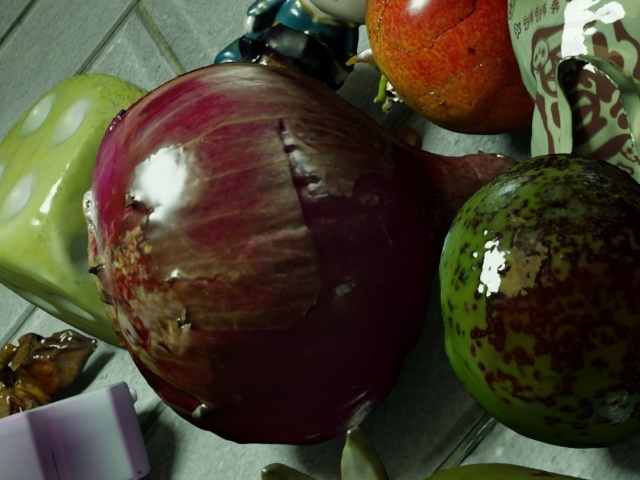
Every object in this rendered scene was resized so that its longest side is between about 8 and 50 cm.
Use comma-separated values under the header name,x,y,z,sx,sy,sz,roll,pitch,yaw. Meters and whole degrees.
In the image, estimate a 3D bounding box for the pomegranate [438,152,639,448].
name,x,y,z,sx,sy,sz,roll,pitch,yaw
pomegranate,0.205,0.038,1.184,0.248,0.214,0.214,-9,42,9

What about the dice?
name,x,y,z,sx,sy,sz,roll,pitch,yaw
dice,-0.235,-0.031,1.891,0.233,0.227,0.238,5,62,57

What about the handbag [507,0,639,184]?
name,x,y,z,sx,sy,sz,roll,pitch,yaw
handbag,0.228,-0.113,1.300,0.213,0.127,0.235,-16,78,47

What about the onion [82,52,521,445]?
name,x,y,z,sx,sy,sz,roll,pitch,yaw
onion,0.000,0.000,1.458,0.385,0.347,0.347,-14,32,-5

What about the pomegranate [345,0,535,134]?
name,x,y,z,sx,sy,sz,roll,pitch,yaw
pomegranate,0.135,-0.192,1.513,0.235,0.210,0.210,-31,35,47

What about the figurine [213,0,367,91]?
name,x,y,z,sx,sy,sz,roll,pitch,yaw
figurine,-0.003,-0.224,1.704,0.411,0.241,0.306,-57,-7,1

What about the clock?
name,x,y,z,sx,sy,sz,roll,pitch,yaw
clock,-0.336,0.238,1.728,0.338,0.339,0.102,-21,86,47

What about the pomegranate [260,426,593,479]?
name,x,y,z,sx,sy,sz,roll,pitch,yaw
pomegranate,0.096,0.253,0.968,0.291,0.323,0.290,-9,66,22

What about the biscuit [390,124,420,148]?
name,x,y,z,sx,sy,sz,roll,pitch,yaw
biscuit,0.061,-0.078,1.700,0.091,0.015,0.078,-50,28,9

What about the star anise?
name,x,y,z,sx,sy,sz,roll,pitch,yaw
star anise,-0.346,0.172,1.981,0.212,0.111,0.196,-59,20,6
